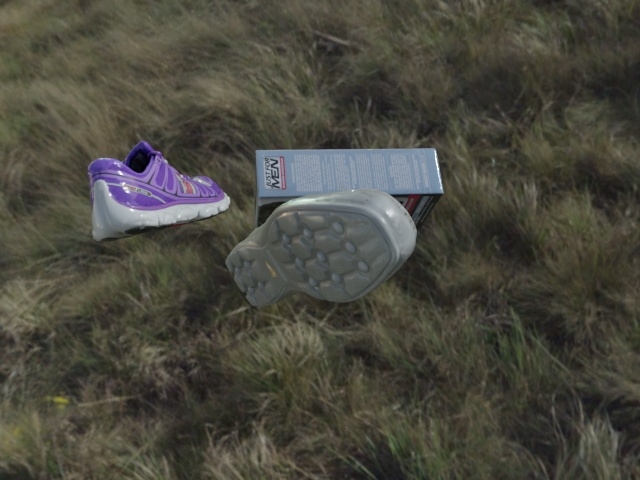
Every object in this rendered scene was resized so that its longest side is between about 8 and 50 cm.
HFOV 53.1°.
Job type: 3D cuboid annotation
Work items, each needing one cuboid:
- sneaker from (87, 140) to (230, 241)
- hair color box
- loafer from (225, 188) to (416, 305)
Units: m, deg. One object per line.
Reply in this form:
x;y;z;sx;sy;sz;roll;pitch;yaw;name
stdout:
-0.126;-0.045;0.521;0.068;0.071;0.170;-12;4;14;sneaker
0.048;-0.101;1.355;0.374;0.185;0.114;-1;67;-8;hair color box
0.000;0.000;0.651;0.111;0.112;0.319;-35;10;-27;loafer
